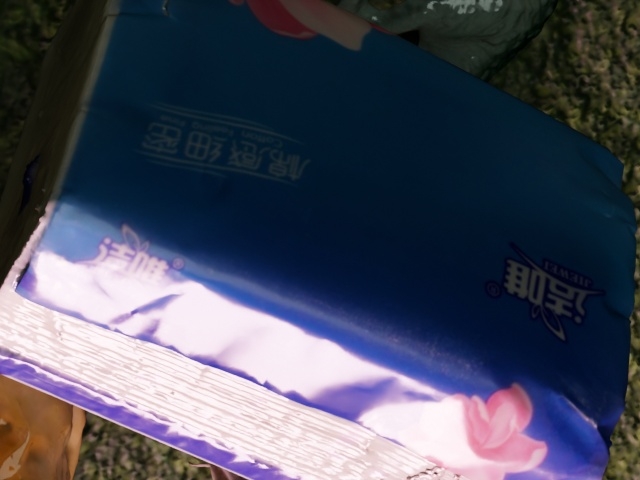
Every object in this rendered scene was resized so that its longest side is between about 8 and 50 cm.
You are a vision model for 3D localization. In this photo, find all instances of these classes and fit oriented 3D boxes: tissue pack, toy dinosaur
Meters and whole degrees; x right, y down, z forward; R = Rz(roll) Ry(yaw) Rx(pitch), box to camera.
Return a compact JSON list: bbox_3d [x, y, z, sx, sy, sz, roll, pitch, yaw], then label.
[{"bbox_3d":[0.000,0.000,0.836,0.269,0.137,0.209,26,49,-17],"label":"tissue pack"},{"bbox_3d":[0.034,-0.114,0.966,0.383,0.076,0.129,-42,102,2],"label":"toy dinosaur"}]

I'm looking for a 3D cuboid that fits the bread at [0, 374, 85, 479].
[{"bbox_3d":[-0.225,0.098,0.854,0.244,0.134,0.244,1,80,-8],"label":"bread"}]

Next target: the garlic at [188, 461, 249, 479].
[{"bbox_3d":[-0.008,0.116,0.939,0.194,0.127,0.131,36,87,2],"label":"garlic"}]
